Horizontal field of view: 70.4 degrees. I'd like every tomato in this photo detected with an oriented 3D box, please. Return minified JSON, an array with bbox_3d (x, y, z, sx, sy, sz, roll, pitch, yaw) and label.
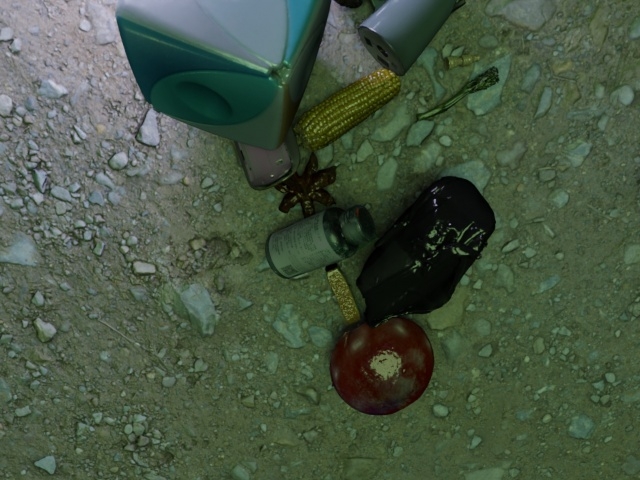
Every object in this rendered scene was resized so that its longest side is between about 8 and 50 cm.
[{"bbox_3d":[0.179,0.387,1.327,0.334,0.176,0.290,-28,123,7],"label":"tomato"}]

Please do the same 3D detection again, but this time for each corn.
[{"bbox_3d":[0.064,-0.339,1.185,0.317,0.115,0.115,-33,105,6],"label":"corn"}]

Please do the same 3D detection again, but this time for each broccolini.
[{"bbox_3d":[0.368,-0.388,1.224,0.239,0.051,0.054,-30,61,12],"label":"broccolini"}]

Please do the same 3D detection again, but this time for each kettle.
[{"bbox_3d":[0.212,-0.571,1.124,0.210,0.160,0.243,43,94,16],"label":"kettle"}]

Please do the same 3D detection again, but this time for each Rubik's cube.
[{"bbox_3d":[-0.183,-0.442,0.973,0.351,0.347,0.353,22,74,-2],"label":"Rubik's cube"}]

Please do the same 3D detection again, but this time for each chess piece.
[{"bbox_3d":[0.378,-0.476,1.200,0.092,0.035,0.035,-12,106,-2],"label":"chess piece"}]

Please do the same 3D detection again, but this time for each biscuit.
[{"bbox_3d":[0.067,0.158,1.360,0.052,0.056,0.188,-22,105,2],"label":"biscuit"}]

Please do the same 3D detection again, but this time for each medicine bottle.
[{"bbox_3d":[0.000,0.000,1.214,0.293,0.141,0.142,-21,108,32],"label":"medicine bottle"}]

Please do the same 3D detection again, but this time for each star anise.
[{"bbox_3d":[-0.042,-0.136,1.248,0.212,0.111,0.196,1,133,-29],"label":"star anise"}]

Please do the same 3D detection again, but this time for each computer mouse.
[{"bbox_3d":[-0.154,-0.273,1.169,0.158,0.072,0.311,-25,72,13],"label":"computer mouse"}]

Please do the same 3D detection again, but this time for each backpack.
[{"bbox_3d":[0.269,0.047,1.205,0.255,0.363,0.446,49,113,10],"label":"backpack"}]

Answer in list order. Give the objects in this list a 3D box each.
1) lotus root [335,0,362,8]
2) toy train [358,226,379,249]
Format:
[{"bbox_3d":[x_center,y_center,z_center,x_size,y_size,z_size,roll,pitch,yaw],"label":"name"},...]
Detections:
[{"bbox_3d":[0.073,-0.674,1.084,0.138,0.138,0.214,4,105,-3],"label":"lotus root"},{"bbox_3d":[0.124,-0.011,1.323,0.093,0.038,0.056,-27,111,5],"label":"toy train"}]
